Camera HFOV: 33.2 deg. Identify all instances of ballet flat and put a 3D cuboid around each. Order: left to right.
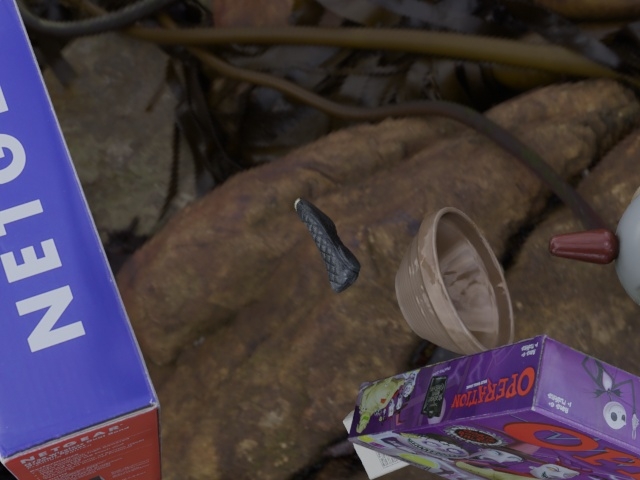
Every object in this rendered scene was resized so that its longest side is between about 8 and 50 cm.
[{"bbox_3d":[0.000,0.000,1.458,0.049,0.057,0.173,-48,44,18],"label":"ballet flat"}]

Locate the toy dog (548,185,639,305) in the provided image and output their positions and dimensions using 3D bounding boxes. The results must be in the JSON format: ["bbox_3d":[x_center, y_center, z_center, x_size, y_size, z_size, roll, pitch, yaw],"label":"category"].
[{"bbox_3d":[0.272,-0.056,0.733,0.161,0.220,0.333,10,115,-10],"label":"toy dog"}]

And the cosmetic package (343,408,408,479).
[{"bbox_3d":[0.085,0.157,0.933,0.115,0.041,0.060,-24,90,18],"label":"cosmetic package"}]

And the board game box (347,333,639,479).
[{"bbox_3d":[0.214,0.154,0.678,0.208,0.347,0.056,-35,36,58],"label":"board game box"}]

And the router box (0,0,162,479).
[{"bbox_3d":[-0.195,-0.001,0.696,0.082,0.301,0.335,-19,74,-14],"label":"router box"}]

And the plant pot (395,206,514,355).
[{"bbox_3d":[0.189,0.078,1.612,0.110,0.237,0.237,-25,62,29],"label":"plant pot"}]
